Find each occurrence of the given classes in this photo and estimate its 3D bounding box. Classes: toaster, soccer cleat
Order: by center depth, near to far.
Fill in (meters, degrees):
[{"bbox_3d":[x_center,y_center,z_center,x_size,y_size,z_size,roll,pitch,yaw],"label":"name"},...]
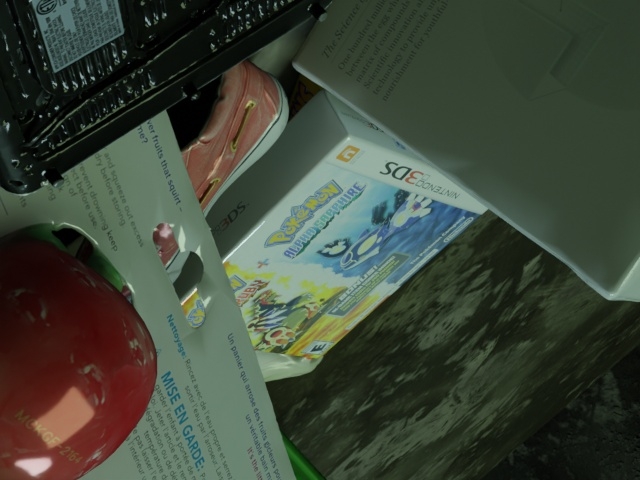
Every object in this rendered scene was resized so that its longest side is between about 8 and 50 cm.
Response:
[{"bbox_3d":[-0.083,-0.128,0.403,0.168,0.110,0.186,-36,159,-17],"label":"toaster"},{"bbox_3d":[-0.067,0.090,0.932,0.076,0.068,0.196,-35,162,26],"label":"soccer cleat"}]

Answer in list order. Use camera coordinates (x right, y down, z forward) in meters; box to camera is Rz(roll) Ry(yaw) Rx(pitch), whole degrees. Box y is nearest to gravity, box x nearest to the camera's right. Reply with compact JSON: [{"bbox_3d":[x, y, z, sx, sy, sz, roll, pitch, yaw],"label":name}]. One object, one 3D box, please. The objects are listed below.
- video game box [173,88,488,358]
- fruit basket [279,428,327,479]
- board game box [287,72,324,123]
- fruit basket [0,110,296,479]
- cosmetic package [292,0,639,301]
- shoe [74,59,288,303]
[{"bbox_3d":[0.000,0.000,0.790,0.205,0.048,0.187,-44,145,25],"label":"video game box"},{"bbox_3d":[-0.082,0.340,1.091,0.283,0.392,0.392,-43,159,-9],"label":"fruit basket"},{"bbox_3d":[0.016,-0.067,0.809,0.124,0.039,0.259,-26,151,-36],"label":"board game box"},{"bbox_3d":[-0.177,0.093,0.513,0.353,0.165,0.327,-40,124,-39],"label":"fruit basket"},{"bbox_3d":[0.148,-0.120,0.623,0.224,0.224,0.138,-56,155,13],"label":"cosmetic package"},{"bbox_3d":[-0.094,-0.033,0.642,0.178,0.063,0.081,-50,157,5],"label":"shoe"}]
